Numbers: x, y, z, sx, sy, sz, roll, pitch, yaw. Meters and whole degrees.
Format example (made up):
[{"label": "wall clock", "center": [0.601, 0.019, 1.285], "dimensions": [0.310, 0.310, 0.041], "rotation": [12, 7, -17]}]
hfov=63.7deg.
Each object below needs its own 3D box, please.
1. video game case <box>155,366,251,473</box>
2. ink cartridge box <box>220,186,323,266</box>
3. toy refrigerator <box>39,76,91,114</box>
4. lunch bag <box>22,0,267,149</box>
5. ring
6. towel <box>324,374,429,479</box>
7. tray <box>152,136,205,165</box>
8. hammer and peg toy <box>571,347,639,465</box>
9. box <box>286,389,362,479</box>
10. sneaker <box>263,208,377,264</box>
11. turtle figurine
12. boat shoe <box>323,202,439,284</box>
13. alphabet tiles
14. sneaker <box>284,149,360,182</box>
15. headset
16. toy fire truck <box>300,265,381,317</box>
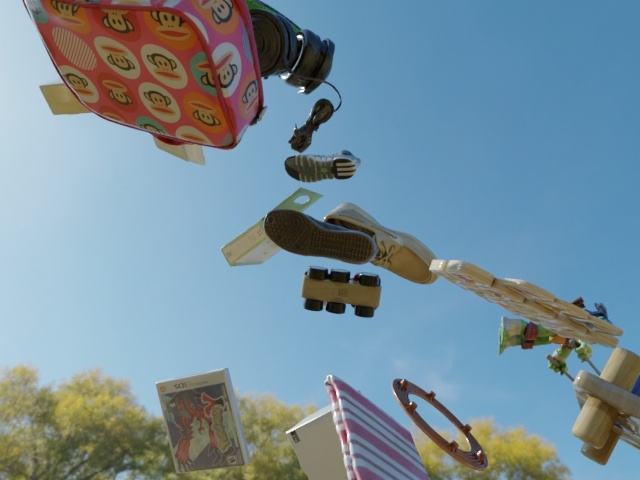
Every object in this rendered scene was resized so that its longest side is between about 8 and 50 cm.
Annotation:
[{"label": "video game case", "center": [-0.252, 0.384, 1.091], "dimensions": [0.183, 0.023, 0.202], "rotation": [-16, -93, 21]}, {"label": "ink cartridge box", "center": [-0.097, -0.026, 1.198], "dimensions": [0.235, 0.171, 0.056], "rotation": [-34, -101, 14]}, {"label": "toy refrigerator", "center": [-0.607, -0.394, 1.374], "dimensions": [0.269, 0.102, 0.094], "rotation": [5, -53, 27]}, {"label": "lunch bag", "center": [-0.223, -0.232, 0.694], "dimensions": [0.293, 0.120, 0.258], "rotation": [18, -32, 17]}, {"label": "ring", "center": [0.341, 0.506, 1.459], "dimensions": [0.336, 0.336, 0.032], "rotation": [33, -80, -21]}, {"label": "towel", "center": [0.065, 0.230, 0.489], "dimensions": [0.029, 0.197, 0.144], "rotation": [-39, -62, 12]}, {"label": "tray", "center": [-0.335, -0.264, 1.119], "dimensions": [0.145, 0.030, 0.270], "rotation": [24, -28, 10]}, {"label": "hammer and peg toy", "center": [0.470, 0.284, 0.683], "dimensions": [0.265, 0.127, 0.361], "rotation": [26, -12, 37]}, {"label": "box", "center": [0.048, 0.487, 1.228], "dimensions": [0.181, 0.119, 0.181], "rotation": [-33, -101, 20]}, {"label": "sneaker", "center": [0.000, 0.000, 0.830], "dimensions": [0.188, 0.066, 0.071], "rotation": [19, 0, 14]}, {"label": "turtle figurine", "center": [0.575, 0.278, 1.249], "dimensions": [0.266, 0.198, 0.275], "rotation": [2, -85, 16]}, {"label": "boat shoe", "center": [0.142, 0.017, 1.227], "dimensions": [0.302, 0.098, 0.109], "rotation": [35, -58, 14]}, {"label": "alphabet tiles", "center": [0.316, 0.100, 0.818], "dimensions": [0.284, 0.021, 0.278], "rotation": [26, -5, -9]}, {"label": "sneaker", "center": [0.014, -0.228, 1.545], "dimensions": [0.228, 0.132, 0.086], "rotation": [8, -64, 21]}, {"label": "headset", "center": [-0.086, -0.374, 1.100], "dimensions": [0.243, 0.394, 0.185], "rotation": [3, -46, -45]}, {"label": "toy fire truck", "center": [0.056, 0.149, 1.499], "dimensions": [0.216, 0.246, 0.159], "rotation": [7, -84, 1]}]
